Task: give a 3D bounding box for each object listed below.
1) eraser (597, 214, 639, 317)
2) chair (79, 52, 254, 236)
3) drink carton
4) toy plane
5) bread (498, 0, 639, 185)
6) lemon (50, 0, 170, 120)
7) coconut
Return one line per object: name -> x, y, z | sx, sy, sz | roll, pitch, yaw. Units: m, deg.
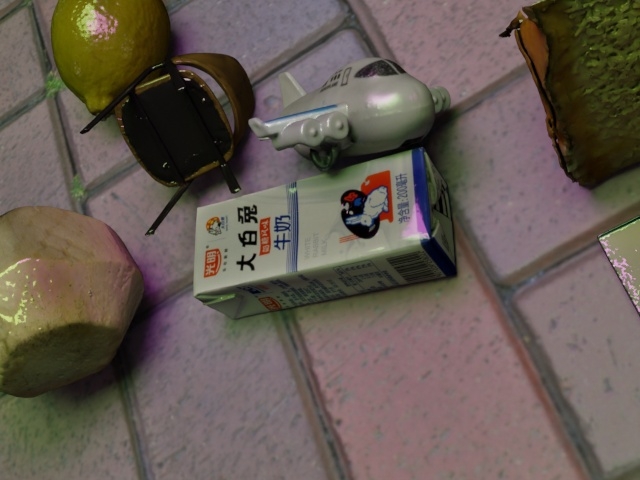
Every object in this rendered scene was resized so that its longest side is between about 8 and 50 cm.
eraser -> 0.368, 0.036, 0.884 | 0.103, 0.023, 0.150 | -27, 58, 14
chair -> -0.181, -0.152, 1.141 | 0.172, 0.159, 0.247 | -23, 25, 10
drink carton -> 0.000, 0.000, 1.044 | 0.314, 0.106, 0.131 | -14, 59, 23
toy plane -> 0.033, -0.156, 1.047 | 0.266, 0.267, 0.123 | -6, 104, 25
bread -> 0.310, -0.243, 0.887 | 0.248, 0.315, 0.279 | -19, 50, 17
lemon -> -0.322, -0.304, 1.306 | 0.184, 0.184, 0.249 | -1, 68, 27
coconut -> -0.366, 0.073, 1.116 | 0.259, 0.259, 0.259 | -11, 62, 22
